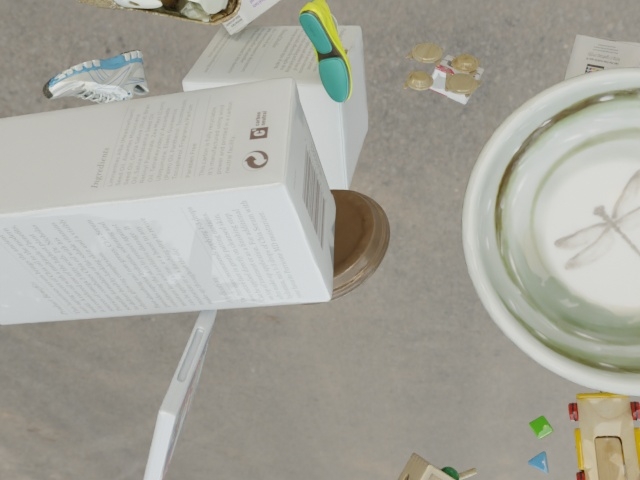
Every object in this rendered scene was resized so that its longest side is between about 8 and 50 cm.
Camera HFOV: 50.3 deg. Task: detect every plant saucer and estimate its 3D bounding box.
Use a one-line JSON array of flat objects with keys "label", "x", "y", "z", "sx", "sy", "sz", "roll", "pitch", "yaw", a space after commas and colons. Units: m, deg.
[{"label": "plant saucer", "x": 0.000, "y": 0.000, "z": 1.351, "sx": 0.278, "sy": 0.277, "sz": 0.041, "roll": -9, "pitch": 140, "yaw": 20}, {"label": "plant saucer", "x": 0.380, "y": -0.011, "z": 0.853, "sx": 0.401, "sy": 0.400, "sz": 0.100, "roll": -3, "pitch": 169, "yaw": 11}]

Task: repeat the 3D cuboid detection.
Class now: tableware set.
[{"label": "tableware set", "x": 0.252, "y": -0.349, "z": 1.398, "sx": 0.169, "sy": 0.141, "sz": 0.020, "roll": 15, "pitch": 145, "yaw": 13}]

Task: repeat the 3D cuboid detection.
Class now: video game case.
[{"label": "video game case", "x": -0.182, "y": 0.210, "z": 0.879, "sx": 0.023, "sy": 0.183, "sz": 0.201, "roll": 18, "pitch": 128, "yaw": -4}]

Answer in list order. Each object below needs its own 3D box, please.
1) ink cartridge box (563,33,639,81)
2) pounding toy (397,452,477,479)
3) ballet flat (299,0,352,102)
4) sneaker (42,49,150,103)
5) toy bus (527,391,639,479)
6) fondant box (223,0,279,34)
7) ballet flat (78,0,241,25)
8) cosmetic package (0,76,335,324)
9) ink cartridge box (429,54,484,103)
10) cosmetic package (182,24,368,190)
[{"label": "ink cartridge box", "x": 0.527, "y": -0.181, "z": 1.139, "sx": 0.310, "sy": 0.130, "sz": 0.271, "roll": -3, "pitch": 112, "yaw": -37}, {"label": "pounding toy", "x": 0.186, "y": 0.407, "z": 1.083, "sx": 0.130, "sy": 0.141, "sz": 0.100, "roll": 34, "pitch": 170, "yaw": -10}, {"label": "ballet flat", "x": 0.025, "y": -0.405, "z": 1.447, "sx": 0.077, "sy": 0.077, "sz": 0.231, "roll": 4, "pitch": 138, "yaw": 33}, {"label": "sneaker", "x": -0.333, "y": -0.235, "z": 1.049, "sx": 0.071, "sy": 0.191, "sz": 0.082, "roll": -10, "pitch": 107, "yaw": 40}, {"label": "toy bus", "x": 0.430, "y": 0.307, "z": 1.021, "sx": 0.202, "sy": 0.191, "sz": 0.104, "roll": -46, "pitch": 150, "yaw": -1}, {"label": "fondant box", "x": -0.227, "y": -0.726, "z": 1.722, "sx": 0.096, "sy": 0.238, "sz": 0.330, "roll": -9, "pitch": 122, "yaw": 53}, {"label": "ballet flat", "x": -0.144, "y": -0.234, "z": 0.612, "sx": 0.067, "sy": 0.206, "sz": 0.073, "roll": 27, "pitch": 115, "yaw": 26}, {"label": "cosmetic package", "x": -0.225, "y": -0.031, "z": 0.815, "sx": 0.453, "sy": 0.161, "sz": 0.230, "roll": -5, "pitch": 143, "yaw": 11}, {"label": "ink cartridge box", "x": 0.352, "y": -0.420, "z": 1.769, "sx": 0.109, "sy": 0.150, "sz": 0.063, "roll": 25, "pitch": 124, "yaw": 9}, {"label": "cosmetic package", "x": -0.099, "y": -0.351, "z": 1.798, "sx": 0.394, "sy": 0.329, "sz": 0.327, "roll": 4, "pitch": 131, "yaw": 13}]
